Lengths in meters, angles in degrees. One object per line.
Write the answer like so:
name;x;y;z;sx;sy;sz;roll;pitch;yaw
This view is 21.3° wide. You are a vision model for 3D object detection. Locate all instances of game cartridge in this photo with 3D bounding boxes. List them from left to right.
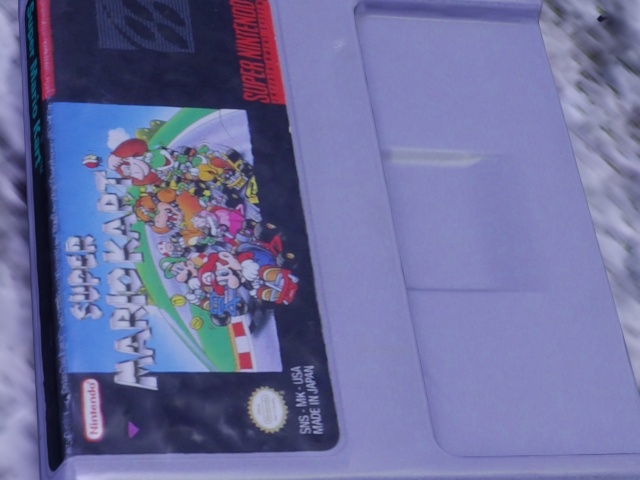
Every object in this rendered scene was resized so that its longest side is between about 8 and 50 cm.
game cartridge;0.000;0.000;0.675;0.230;0.068;0.355;3;55;-19
